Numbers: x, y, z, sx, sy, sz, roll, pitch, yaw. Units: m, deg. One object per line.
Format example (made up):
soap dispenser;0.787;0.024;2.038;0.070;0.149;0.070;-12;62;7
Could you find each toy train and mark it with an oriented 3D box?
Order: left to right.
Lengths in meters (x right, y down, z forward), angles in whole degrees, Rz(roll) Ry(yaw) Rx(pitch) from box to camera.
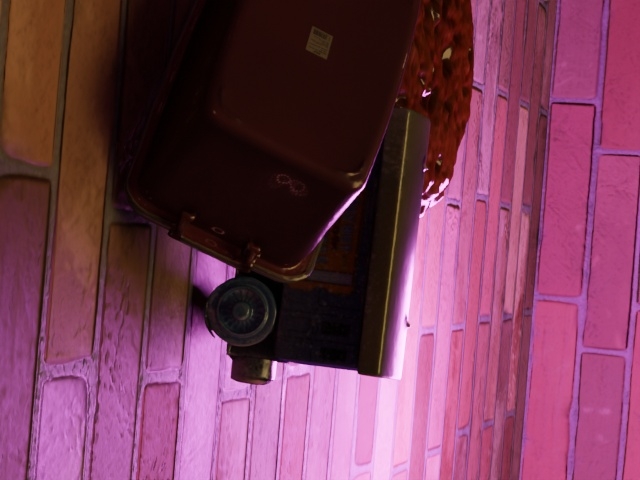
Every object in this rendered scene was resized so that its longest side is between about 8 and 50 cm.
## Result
toy train;0.000;0.000;1.622;0.131;0.202;0.299;32;64;-78

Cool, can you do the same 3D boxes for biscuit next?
biscuit;0.060;-0.227;1.827;0.342;0.166;0.395;-70;155;-43

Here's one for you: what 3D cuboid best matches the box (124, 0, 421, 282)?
box;-0.034;-0.133;1.442;0.167;0.193;0.294;-47;-158;54
